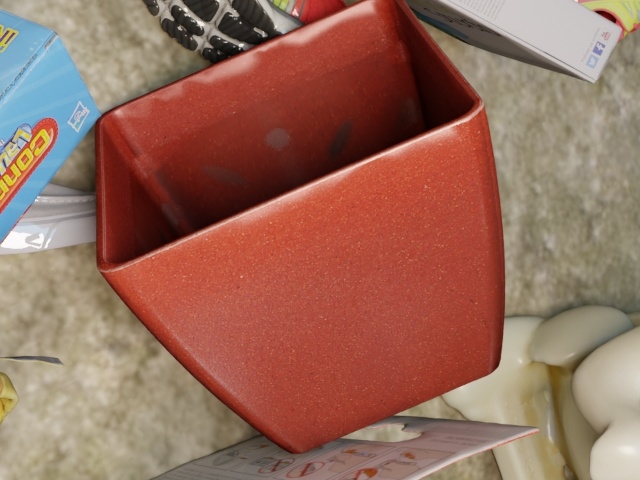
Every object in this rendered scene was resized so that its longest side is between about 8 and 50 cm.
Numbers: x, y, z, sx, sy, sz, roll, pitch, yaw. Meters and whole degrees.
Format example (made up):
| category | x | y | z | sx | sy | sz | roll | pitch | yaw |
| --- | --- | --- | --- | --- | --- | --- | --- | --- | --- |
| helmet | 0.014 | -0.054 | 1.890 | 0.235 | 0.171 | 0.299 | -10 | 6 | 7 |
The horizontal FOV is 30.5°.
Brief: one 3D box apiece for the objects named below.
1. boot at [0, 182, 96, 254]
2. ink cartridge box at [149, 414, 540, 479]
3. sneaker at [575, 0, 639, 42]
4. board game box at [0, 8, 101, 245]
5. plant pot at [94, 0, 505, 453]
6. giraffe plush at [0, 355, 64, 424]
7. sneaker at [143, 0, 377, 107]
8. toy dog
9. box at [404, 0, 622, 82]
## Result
| category | x | y | z | sx | sy | sz | roll | pitch | yaw |
| --- | --- | --- | --- | --- | --- | --- | --- | --- | --- |
| boot | -0.267 | -0.051 | 0.871 | 0.258 | 0.095 | 0.123 | -4 | 94 | -29 |
| ink cartridge box | -0.069 | 0.230 | 0.835 | 0.385 | 0.308 | 0.091 | -19 | 94 | -31 |
| sneaker | 0.323 | -0.252 | 1.240 | 0.208 | 0.081 | 0.094 | 0 | 92 | -23 |
| board game box | -0.349 | -0.040 | 0.723 | 0.302 | 0.308 | 0.086 | -57 | 156 | -21 |
| plant pot | 0.000 | 0.000 | 0.899 | 0.267 | 0.267 | 0.235 | -23 | 120 | 2 |
| giraffe plush | -0.295 | 0.155 | 0.803 | 0.210 | 0.181 | 0.170 | 9 | 93 | -11 |
| sneaker | -0.048 | -0.205 | 1.025 | 0.279 | 0.107 | 0.118 | 40 | 46 | -19 |
| toy dog | 0.370 | 0.186 | 1.027 | 0.395 | 0.408 | 0.284 | -11 | 91 | -29 |
| box | 0.065 | -0.236 | 0.993 | 0.322 | 0.232 | 0.058 | 23 | 97 | -28 |
